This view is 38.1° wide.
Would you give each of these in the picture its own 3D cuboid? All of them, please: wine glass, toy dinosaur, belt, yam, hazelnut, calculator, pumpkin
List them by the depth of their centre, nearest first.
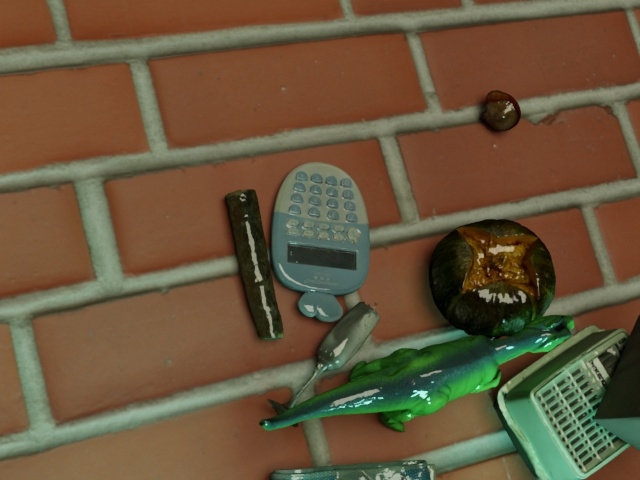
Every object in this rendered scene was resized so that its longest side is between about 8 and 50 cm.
[{"bbox_3d":[0.178,0.225,1.482,0.500,0.374,0.144,-4,72,-59],"label":"toy dinosaur"},{"bbox_3d":[0.060,0.414,1.566,0.302,0.087,0.072,1,71,-20],"label":"belt"},{"bbox_3d":[0.014,0.208,1.618,0.074,0.074,0.262,44,65,-4],"label":"wine glass"},{"bbox_3d":[-0.115,0.042,1.624,0.061,0.061,0.274,-9,79,-22],"label":"yam"},{"bbox_3d":[0.000,0.000,1.684,0.188,0.042,0.302,8,72,-19],"label":"calculator"},{"bbox_3d":[0.316,0.073,1.713,0.238,0.159,0.238,1,62,-2],"label":"pumpkin"},{"bbox_3d":[0.367,-0.264,1.875,0.086,0.086,0.086,5,74,-18],"label":"hazelnut"}]

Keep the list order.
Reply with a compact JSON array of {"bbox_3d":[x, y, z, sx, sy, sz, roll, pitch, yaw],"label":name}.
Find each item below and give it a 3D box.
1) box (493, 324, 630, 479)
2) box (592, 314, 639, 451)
[{"bbox_3d":[0.477,0.302,1.704,0.290,0.166,0.220,-28,86,-24],"label":"box"},{"bbox_3d":[0.621,0.254,1.596,0.188,0.153,0.252,36,64,-10],"label":"box"}]
